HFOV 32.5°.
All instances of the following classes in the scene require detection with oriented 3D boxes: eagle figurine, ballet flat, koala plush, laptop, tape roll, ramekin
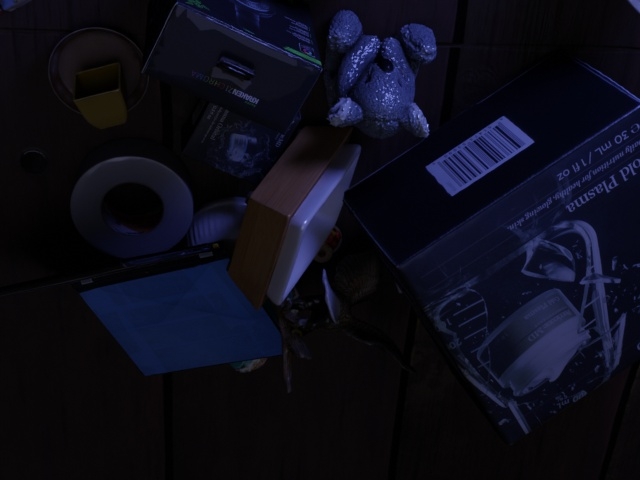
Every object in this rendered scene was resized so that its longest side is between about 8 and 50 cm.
[{"bbox_3d":[0.049,0.136,2.028,0.298,0.225,0.226,-3,113,-29],"label":"eagle figurine"},{"bbox_3d":[-0.100,0.170,2.188,0.077,0.091,0.241,4,134,-46],"label":"ballet flat"},{"bbox_3d":[0.096,-0.243,1.835,0.196,0.221,0.203,7,123,-11],"label":"koala plush"},{"bbox_3d":[-0.331,0.152,1.968,0.382,0.408,0.236,-13,89,32],"label":"laptop"},{"bbox_3d":[-0.340,-0.075,1.991,0.219,0.072,0.219,-3,125,-4],"label":"tape roll"},{"bbox_3d":[-0.164,0.032,2.059,0.207,0.109,0.207,-3,123,-4],"label":"ramekin"}]

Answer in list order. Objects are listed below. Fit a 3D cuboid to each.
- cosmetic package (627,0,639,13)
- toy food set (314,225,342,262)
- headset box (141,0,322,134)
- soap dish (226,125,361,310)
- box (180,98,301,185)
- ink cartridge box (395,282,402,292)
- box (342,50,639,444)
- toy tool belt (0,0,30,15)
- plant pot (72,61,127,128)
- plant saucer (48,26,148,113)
[{"bbox_3d":[0.493,-0.489,1.734,0.151,0.183,0.151,36,113,-27],"label":"cosmetic package"},{"bbox_3d":[0.000,0.000,2.108,0.082,0.020,0.083,33,115,-24],"label":"toy food set"},{"bbox_3d":[-0.141,-0.316,1.724,0.246,0.283,0.131,23,119,-19],"label":"headset box"},{"bbox_3d":[-0.047,-0.050,1.909,0.118,0.291,0.229,26,132,7],"label":"soap dish"},{"bbox_3d":[-0.140,-0.203,1.915,0.158,0.093,0.156,22,119,-20],"label":"box"},{"bbox_3d":[0.183,-0.002,2.094,0.127,0.072,0.175,-17,123,4],"label":"ink cartridge box"},{"bbox_3d":[0.378,0.014,1.942,0.480,0.297,0.472,-34,123,0],"label":"box"},{"bbox_3d":[-0.507,-0.400,1.776,0.083,0.052,0.051,-26,91,7],"label":"toy tool belt"},{"bbox_3d":[-0.363,-0.236,1.845,0.081,0.081,0.083,-13,134,2],"label":"plant pot"},{"bbox_3d":[-0.377,-0.289,1.870,0.168,0.029,0.168,-2,124,-3],"label":"plant saucer"}]
